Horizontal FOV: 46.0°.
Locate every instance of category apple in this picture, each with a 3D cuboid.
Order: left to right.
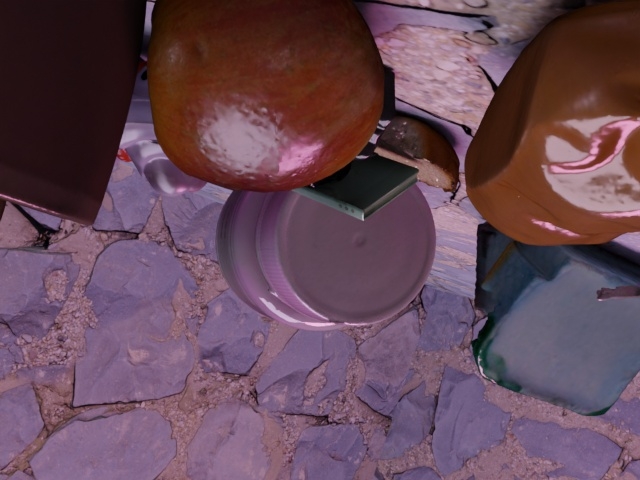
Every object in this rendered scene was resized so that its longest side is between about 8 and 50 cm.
[{"bbox_3d":[-0.040,-0.117,0.568,0.173,0.160,0.195,-2,-177,-2],"label":"apple"}]

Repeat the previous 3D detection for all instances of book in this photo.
[{"bbox_3d":[0.023,-0.069,0.785,0.135,0.017,0.103,24,-137,33],"label":"book"}]

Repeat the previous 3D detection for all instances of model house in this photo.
[{"bbox_3d":[0.343,0.085,1.162,0.280,0.230,0.249,23,-161,-22],"label":"model house"}]

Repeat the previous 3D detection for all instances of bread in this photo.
[{"bbox_3d":[0.095,-0.100,0.809,0.126,0.044,0.129,26,180,12],"label":"bread"}]

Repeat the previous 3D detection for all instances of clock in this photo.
[{"bbox_3d":[-0.206,-0.145,0.845,0.254,0.189,0.189,10,173,18],"label":"clock"}]

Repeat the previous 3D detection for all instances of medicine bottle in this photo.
[{"bbox_3d":[0.000,0.000,1.057,0.256,0.256,0.325,20,172,-17],"label":"medicine bottle"}]

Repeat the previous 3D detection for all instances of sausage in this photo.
[{"bbox_3d":[0.164,-0.060,0.444,0.136,0.120,0.241,13,173,-4],"label":"sausage"}]

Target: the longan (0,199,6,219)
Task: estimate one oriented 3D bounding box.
[{"bbox_3d":[-0.517,-0.074,0.847,0.319,0.319,0.319,19,176,1],"label":"longan"}]

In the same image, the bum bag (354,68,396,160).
[{"bbox_3d":[-0.018,-0.132,0.694,0.198,0.087,0.049,18,-153,25],"label":"bum bag"}]

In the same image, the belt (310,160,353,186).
[{"bbox_3d":[-0.023,-0.110,0.780,0.105,0.058,0.140,-23,-141,-30],"label":"belt"}]

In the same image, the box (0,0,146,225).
[{"bbox_3d":[-0.269,-0.157,0.509,0.301,0.216,0.301,18,178,1],"label":"box"}]

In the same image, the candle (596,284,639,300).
[{"bbox_3d":[0.399,0.071,0.669,0.330,0.187,0.187,22,175,-24],"label":"candle"}]
